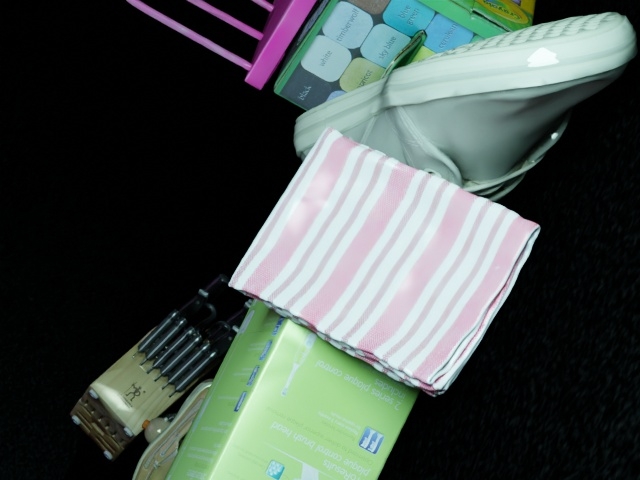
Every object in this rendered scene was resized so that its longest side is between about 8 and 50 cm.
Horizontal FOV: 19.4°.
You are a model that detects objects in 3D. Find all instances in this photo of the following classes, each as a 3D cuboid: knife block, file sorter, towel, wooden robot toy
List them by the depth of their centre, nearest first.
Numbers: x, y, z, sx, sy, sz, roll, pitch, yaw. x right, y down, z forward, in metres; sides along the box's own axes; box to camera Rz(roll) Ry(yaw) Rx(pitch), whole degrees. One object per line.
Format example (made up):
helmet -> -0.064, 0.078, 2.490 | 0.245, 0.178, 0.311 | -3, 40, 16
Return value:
towel -> 0.042, 0.010, 1.336 | 0.144, 0.197, 0.029 | -58, -29, -9
file sorter -> -0.065, -0.330, 1.824 | 0.202, 0.182, 0.291 | -55, 11, 31
wooden robot toy -> -0.182, 0.240, 2.255 | 0.173, 0.079, 0.076 | -58, 9, 21
knife block -> -0.191, 0.156, 2.406 | 0.242, 0.088, 0.276 | -41, -3, -23

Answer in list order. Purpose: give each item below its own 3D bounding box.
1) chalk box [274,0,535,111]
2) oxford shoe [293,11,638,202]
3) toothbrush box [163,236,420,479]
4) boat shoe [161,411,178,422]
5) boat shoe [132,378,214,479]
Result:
chalk box -> 0.084, -0.195, 1.749 | 0.180, 0.179, 0.289 | -55, 12, 35
oxford shoe -> 0.109, -0.078, 1.428 | 0.449, 0.169, 0.130 | -21, 82, 66
toothbrush box -> -0.028, 0.153, 1.456 | 0.283, 0.122, 0.206 | -62, 9, -11
boat shoe -> -0.186, 0.244, 2.366 | 0.056, 0.049, 0.152 | -66, 9, -22
boat shoe -> -0.160, 0.250, 2.163 | 0.190, 0.068, 0.072 | -61, 22, 9
